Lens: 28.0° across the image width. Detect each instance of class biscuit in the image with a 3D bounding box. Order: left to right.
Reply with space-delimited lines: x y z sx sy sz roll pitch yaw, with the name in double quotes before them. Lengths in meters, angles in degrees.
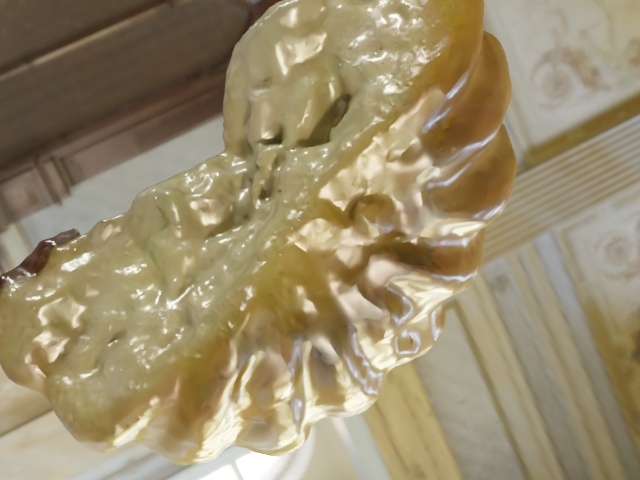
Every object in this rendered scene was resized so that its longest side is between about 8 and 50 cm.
"biscuit" 0.000 0.000 0.385 0.118 0.183 0.061 43 -4 -28
